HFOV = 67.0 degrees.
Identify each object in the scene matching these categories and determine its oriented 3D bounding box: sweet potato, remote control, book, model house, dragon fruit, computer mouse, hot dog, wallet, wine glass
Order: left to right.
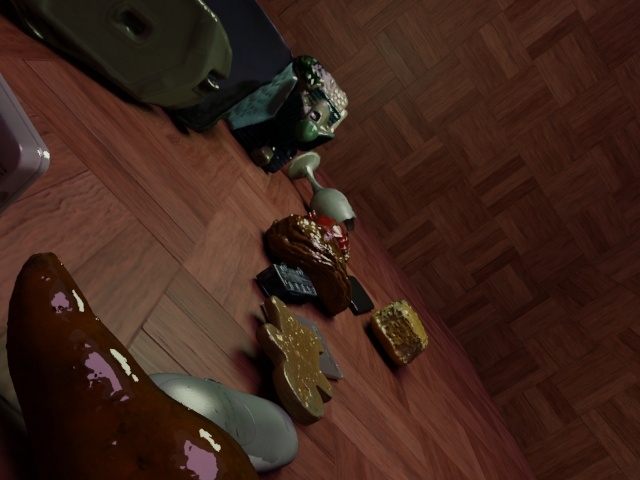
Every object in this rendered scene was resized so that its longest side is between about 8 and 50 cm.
[{"bbox_3d":[-0.310,-0.130,0.380,0.250,0.103,0.034,54,14,9],"label":"remote control"},{"bbox_3d":[-0.322,-0.382,0.801,0.145,0.228,0.429,52,9,30],"label":"computer mouse"},{"bbox_3d":[-0.101,0.165,0.315,0.359,0.112,0.112,50,11,-5],"label":"sweet potato"},{"bbox_3d":[-0.259,-0.443,1.166,0.360,0.297,0.339,53,3,-1],"label":"model house"},{"bbox_3d":[-0.092,0.179,0.475,0.097,0.045,0.256,60,10,31],"label":"remote control"},{"bbox_3d":[-0.104,-0.358,1.468,0.243,0.298,0.284,45,50,-27],"label":"model house"},{"bbox_3d":[-0.027,0.176,0.833,0.181,0.014,0.127,37,19,-56],"label":"book"},{"bbox_3d":[-0.002,0.049,1.069,0.259,0.114,0.175,47,10,-28],"label":"hot dog"},{"bbox_3d":[0.000,0.000,1.228,0.166,0.133,0.136,59,-30,20],"label":"dragon fruit"},{"bbox_3d":[0.005,-0.157,1.687,0.321,0.143,0.143,62,13,25],"label":"wine glass"},{"bbox_3d":[0.103,0.155,1.414,0.124,0.025,0.244,56,11,14],"label":"wallet"}]

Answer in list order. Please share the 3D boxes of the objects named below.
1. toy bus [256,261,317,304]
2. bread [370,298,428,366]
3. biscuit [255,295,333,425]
[{"bbox_3d":[-0.059,0.084,0.905,0.065,0.047,0.166,61,12,19],"label":"toy bus"},{"bbox_3d":[0.224,0.256,1.352,0.174,0.121,0.245,64,9,11],"label":"bread"},{"bbox_3d":[-0.037,0.168,0.682,0.153,0.030,0.234,47,10,-21],"label":"biscuit"}]
